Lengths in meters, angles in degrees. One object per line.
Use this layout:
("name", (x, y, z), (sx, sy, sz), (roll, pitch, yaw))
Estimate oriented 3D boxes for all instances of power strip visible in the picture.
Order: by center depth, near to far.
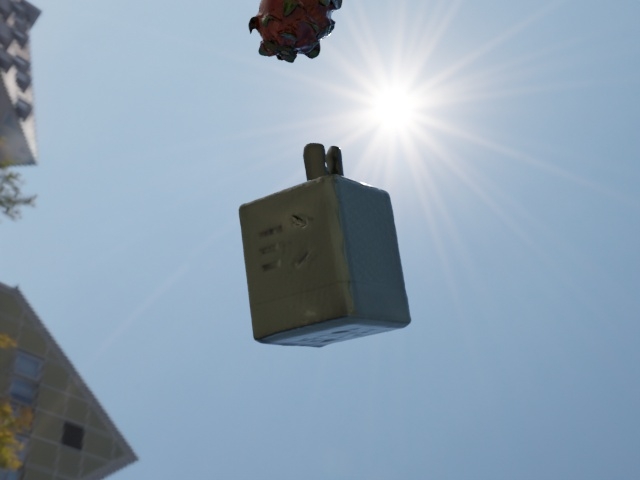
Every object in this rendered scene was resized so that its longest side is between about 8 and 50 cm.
("power strip", (0.000, 0.000, 0.994), (0.140, 0.139, 0.224), (-18, -107, 33))

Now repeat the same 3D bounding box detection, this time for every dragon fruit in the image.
("dragon fruit", (-0.026, -0.404, 1.485), (0.135, 0.137, 0.236), (39, -107, 13))
